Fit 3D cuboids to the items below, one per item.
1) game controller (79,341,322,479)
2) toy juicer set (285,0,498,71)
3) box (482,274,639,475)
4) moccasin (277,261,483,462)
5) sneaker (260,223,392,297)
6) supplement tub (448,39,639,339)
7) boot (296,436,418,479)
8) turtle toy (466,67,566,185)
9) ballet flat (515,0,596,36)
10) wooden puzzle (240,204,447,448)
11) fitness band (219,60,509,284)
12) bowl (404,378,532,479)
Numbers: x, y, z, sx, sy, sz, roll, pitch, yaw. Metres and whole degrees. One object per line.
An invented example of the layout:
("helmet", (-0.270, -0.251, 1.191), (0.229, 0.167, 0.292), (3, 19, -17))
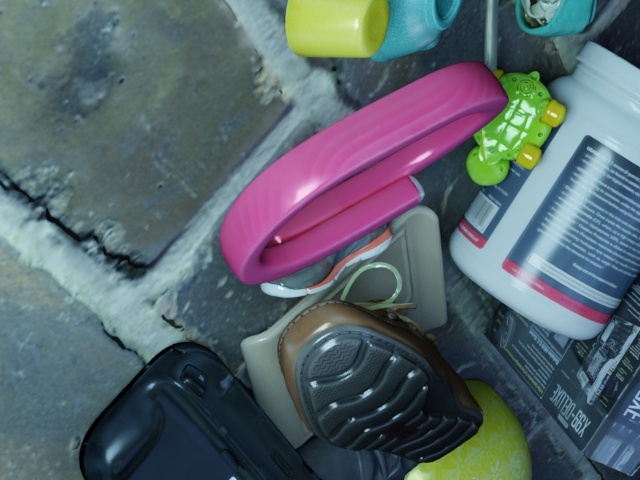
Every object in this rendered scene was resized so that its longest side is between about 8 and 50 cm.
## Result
("game controller", (-0.086, 0.245, 1.566), (0.166, 0.067, 0.319), (-43, 118, -11))
("toy juicer set", (0.074, -0.249, 1.390), (0.329, 0.089, 0.209), (-8, 109, -62))
("box", (0.321, 0.081, 1.880), (0.076, 0.307, 0.242), (25, 103, -24))
("moccasin", (0.053, 0.115, 1.622), (0.139, 0.147, 0.380), (-37, 156, 15))
("sneaker", (0.000, 0.000, 1.583), (0.158, 0.061, 0.065), (-32, 122, -38))
("supplement tub", (0.277, -0.051, 1.769), (0.272, 0.191, 0.191), (-58, 151, 10))
("boot", (0.043, 0.304, 1.907), (0.222, 0.118, 0.338), (-41, 152, -28))
("turtle toy", (0.186, -0.112, 1.689), (0.130, 0.095, 0.066), (-62, 171, 17))
("ballet flat", (0.222, -0.285, 1.552), (0.087, 0.083, 0.247), (-21, 138, -23))
("wooden puzzle", (0.025, 0.088, 1.720), (0.238, 0.044, 0.221), (-37, 148, -18))
("fitness band", (0.038, -0.057, 1.465), (0.290, 0.054, 0.209), (-30, 167, -22))
("bowl", (0.173, 0.330, 2.077), (0.289, 0.156, 0.289), (-36, 147, -29))
